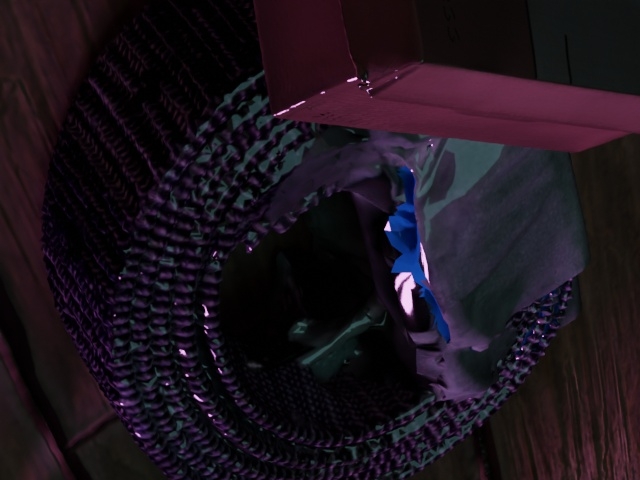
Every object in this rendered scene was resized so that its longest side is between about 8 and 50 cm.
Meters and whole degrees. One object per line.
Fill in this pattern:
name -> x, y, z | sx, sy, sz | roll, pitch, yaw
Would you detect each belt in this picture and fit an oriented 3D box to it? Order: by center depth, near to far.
belt -> 0.000, 0.000, 0.904 | 0.260, 0.122, 0.325 | -29, 137, -9

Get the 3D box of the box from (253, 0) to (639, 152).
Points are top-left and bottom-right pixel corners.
box -> 0.061, -0.148, 0.756 | 0.215, 0.215, 0.086 | 2, 163, -46
